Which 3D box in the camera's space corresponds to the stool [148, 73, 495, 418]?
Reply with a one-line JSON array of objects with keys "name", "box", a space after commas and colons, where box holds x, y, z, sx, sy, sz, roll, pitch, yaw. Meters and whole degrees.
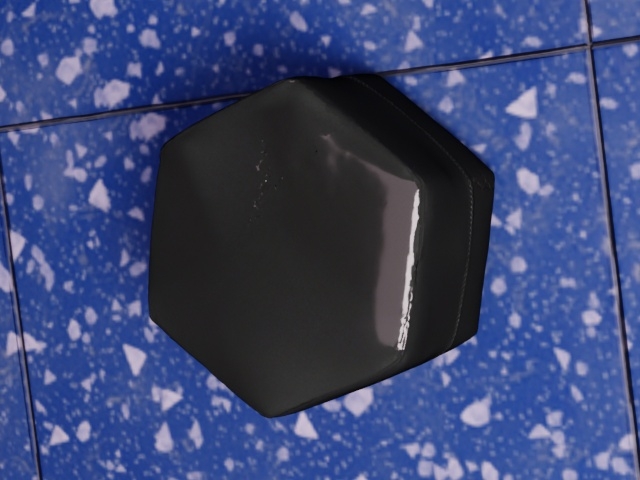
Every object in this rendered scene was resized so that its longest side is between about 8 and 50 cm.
[{"name": "stool", "box": [0.000, 0.000, 1.316, 0.232, 0.141, 0.232, 4, 98, 27]}]
